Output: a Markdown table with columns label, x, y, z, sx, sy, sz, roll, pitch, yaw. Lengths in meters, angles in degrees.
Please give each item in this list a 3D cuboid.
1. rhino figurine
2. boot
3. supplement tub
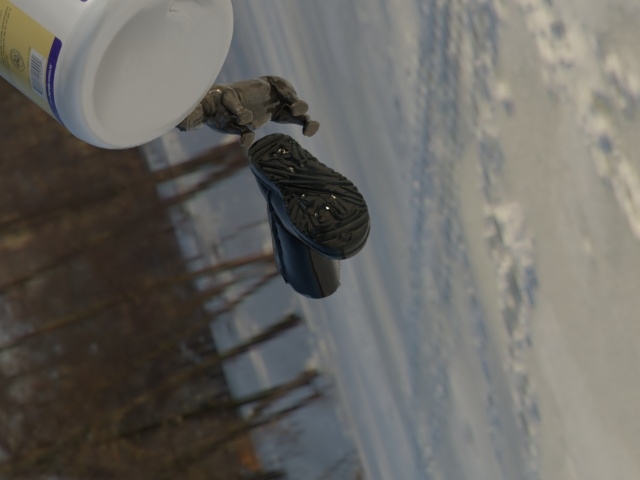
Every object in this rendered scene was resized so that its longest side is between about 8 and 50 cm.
| label | x | y | z | sx | sy | sz | roll | pitch | yaw |
| --- | --- | --- | --- | --- | --- | --- | --- | --- | --- |
| rhino figurine | -0.125 | -0.180 | 2.213 | 0.106 | 0.243 | 0.073 | 46 | 134 | 41 |
| boot | 0.000 | 0.000 | 2.049 | 0.246 | 0.094 | 0.207 | 46 | 160 | 43 |
| supplement tub | -0.289 | -0.280 | 1.823 | 0.331 | 0.241 | 0.241 | 38 | 159 | 29 |
